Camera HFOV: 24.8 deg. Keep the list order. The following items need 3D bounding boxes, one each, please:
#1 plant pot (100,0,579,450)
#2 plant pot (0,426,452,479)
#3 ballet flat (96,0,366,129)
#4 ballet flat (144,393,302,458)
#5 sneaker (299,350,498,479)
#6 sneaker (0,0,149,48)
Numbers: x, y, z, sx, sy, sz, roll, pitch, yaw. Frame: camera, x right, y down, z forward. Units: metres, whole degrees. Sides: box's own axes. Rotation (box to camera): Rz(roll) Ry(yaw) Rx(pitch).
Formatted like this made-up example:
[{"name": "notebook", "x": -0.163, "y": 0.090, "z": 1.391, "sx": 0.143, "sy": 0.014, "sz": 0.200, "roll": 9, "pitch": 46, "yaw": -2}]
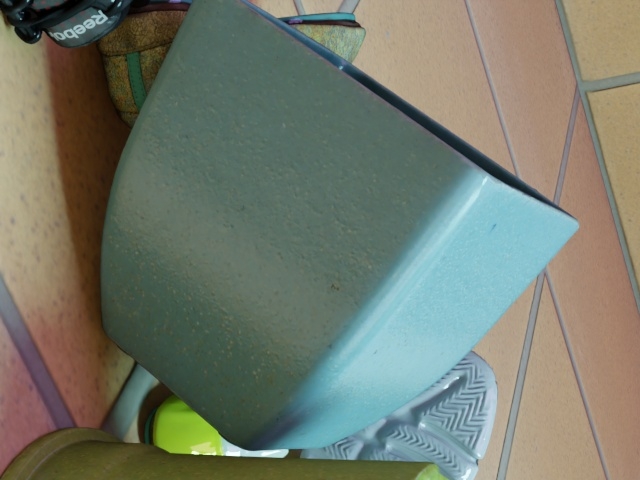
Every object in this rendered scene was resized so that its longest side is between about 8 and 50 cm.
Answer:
[{"name": "plant pot", "x": -0.011, "y": 0.008, "z": 1.032, "sx": 0.252, "sy": 0.247, "sz": 0.248, "roll": -55, "pitch": 157, "yaw": 8}, {"name": "plant pot", "x": -0.035, "y": 0.238, "z": 0.896, "sx": 0.276, "sy": 0.253, "sz": 0.276, "roll": -10, "pitch": 90, "yaw": -70}, {"name": "ballet flat", "x": -0.062, "y": -0.132, "z": 1.189, "sx": 0.348, "sy": 0.123, "sz": 0.123, "roll": -12, "pitch": 92, "yaw": -63}, {"name": "ballet flat", "x": -0.050, "y": 0.159, "z": 1.136, "sx": 0.231, "sy": 0.077, "sz": 0.077, "roll": 35, "pitch": 47, "yaw": -61}, {"name": "sneaker", "x": 0.039, "y": 0.228, "z": 1.172, "sx": 0.321, "sy": 0.124, "sz": 0.180, "roll": -55, "pitch": 162, "yaw": -2}, {"name": "sneaker", "x": -0.180, "y": -0.189, "z": 0.925, "sx": 0.276, "sy": 0.097, "sz": 0.135, "roll": -28, "pitch": 105, "yaw": -69}]
